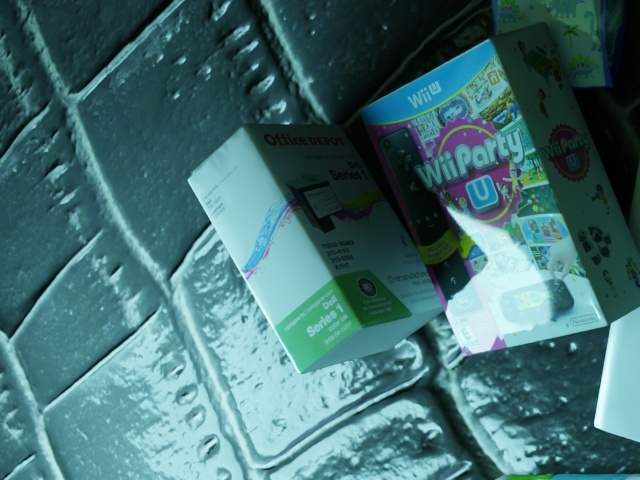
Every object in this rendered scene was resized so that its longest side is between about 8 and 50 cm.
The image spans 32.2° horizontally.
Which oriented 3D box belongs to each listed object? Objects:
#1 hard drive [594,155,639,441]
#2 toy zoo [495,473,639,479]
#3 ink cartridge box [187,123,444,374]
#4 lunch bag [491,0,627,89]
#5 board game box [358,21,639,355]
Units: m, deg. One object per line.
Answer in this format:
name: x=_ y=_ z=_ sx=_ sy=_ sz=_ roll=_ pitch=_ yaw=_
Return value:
hard drive: x=0.408 y=0.067 z=1.133 sx=0.210 sy=0.040 sz=0.319 roll=14 pitch=103 yaw=34
toy zoo: x=0.340 y=0.353 z=1.219 sx=0.293 sy=0.030 sz=0.192 roll=-8 pitch=90 yaw=37
ink cartridge box: x=0.000 y=0.000 z=1.323 sx=0.117 sy=0.201 sz=0.278 roll=-41 pitch=71 yaw=31
lunch bag: x=0.253 y=-0.233 z=1.177 sx=0.129 sy=0.096 sz=0.151 roll=2 pitch=86 yaw=32
board game box: x=0.192 y=-0.045 z=1.180 sx=0.224 sy=0.097 sz=0.303 roll=-23 pitch=90 yaw=53
